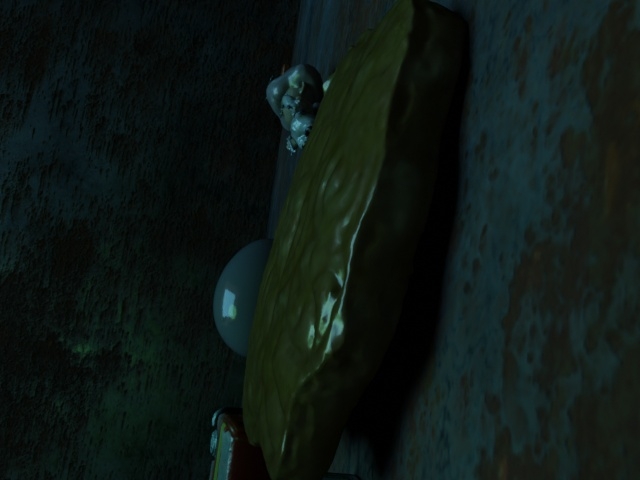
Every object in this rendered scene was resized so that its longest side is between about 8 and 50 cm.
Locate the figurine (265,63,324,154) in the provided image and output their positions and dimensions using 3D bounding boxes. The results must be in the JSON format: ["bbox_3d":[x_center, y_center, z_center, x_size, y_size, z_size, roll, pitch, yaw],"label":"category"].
[{"bbox_3d":[-0.036,-0.245,1.123,0.228,0.112,0.137,-108,17,-44],"label":"figurine"}]

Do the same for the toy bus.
[{"bbox_3d":[-0.107,0.384,0.893,0.120,0.121,0.264,180,99,-73],"label":"toy bus"}]

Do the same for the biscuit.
[{"bbox_3d":[-0.002,-0.001,0.542,0.365,0.062,0.384,-161,87,-78],"label":"biscuit"}]

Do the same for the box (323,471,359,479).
[{"bbox_3d":[-0.006,0.288,0.483,0.041,0.050,0.207,140,138,-73],"label":"box"}]

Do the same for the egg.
[{"bbox_3d":[-0.091,0.087,0.969,0.146,0.147,0.198,113,170,-62],"label":"egg"}]
